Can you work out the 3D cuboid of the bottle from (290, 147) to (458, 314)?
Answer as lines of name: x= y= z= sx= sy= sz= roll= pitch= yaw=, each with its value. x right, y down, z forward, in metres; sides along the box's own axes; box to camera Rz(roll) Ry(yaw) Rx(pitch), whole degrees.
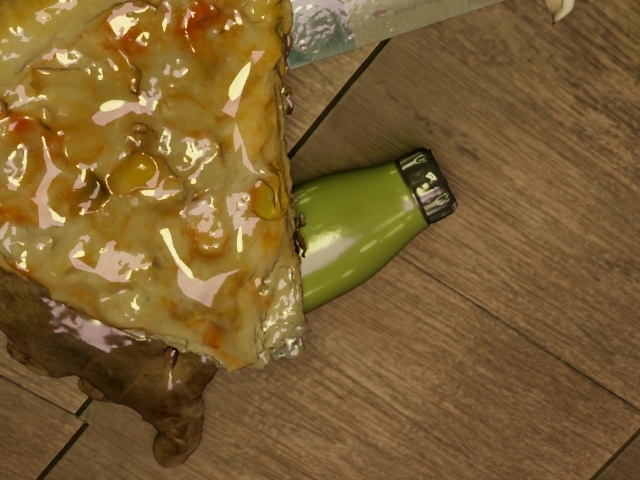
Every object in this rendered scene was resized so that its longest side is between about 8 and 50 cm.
bottle: x=0.000 y=0.000 z=1.360 sx=0.260 sy=0.112 sz=0.112 roll=-27 pitch=119 yaw=5

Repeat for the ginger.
ginger: x=-0.202 y=0.096 z=1.388 sx=0.166 sy=0.080 sz=0.333 roll=-31 pitch=117 yaw=29

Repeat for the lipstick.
lipstick: x=0.110 y=-0.236 z=1.280 sx=0.317 sy=0.068 sz=0.066 roll=-18 pitch=117 yaw=-1

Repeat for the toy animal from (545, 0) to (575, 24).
toy animal: x=0.195 y=-0.240 z=1.208 sx=0.071 sy=0.085 sz=0.124 roll=-38 pitch=113 yaw=8

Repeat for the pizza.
pizza: x=-0.206 y=-0.084 z=1.232 sx=0.392 sy=0.080 sz=0.435 roll=-1 pitch=106 yaw=1
